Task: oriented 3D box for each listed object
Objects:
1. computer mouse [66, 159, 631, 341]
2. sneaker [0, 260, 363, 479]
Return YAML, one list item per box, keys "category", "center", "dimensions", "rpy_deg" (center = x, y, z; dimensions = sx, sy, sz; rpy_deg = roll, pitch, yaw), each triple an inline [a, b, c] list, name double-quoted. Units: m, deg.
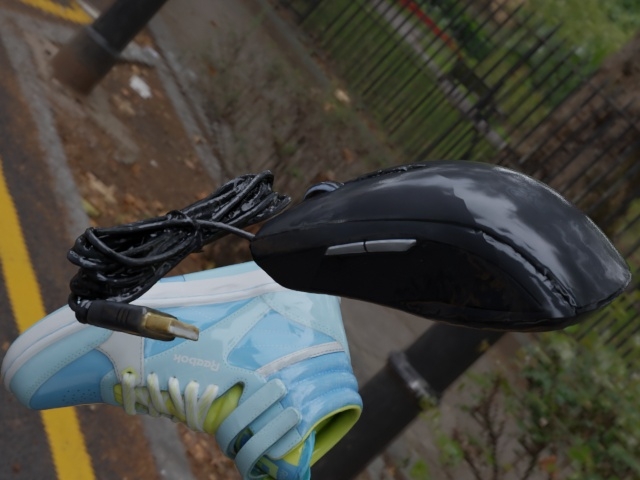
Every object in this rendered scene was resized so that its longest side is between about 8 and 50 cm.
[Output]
- category: "computer mouse"
  center: [0.000, 0.000, 0.518]
  dimensions: [0.262, 0.060, 0.184]
  rpy_deg: [11, 27, 37]
- category: "sneaker"
  center: [-0.111, 0.141, 0.964]
  dimensions: [0.127, 0.319, 0.208]
  rpy_deg: [92, -20, -59]
